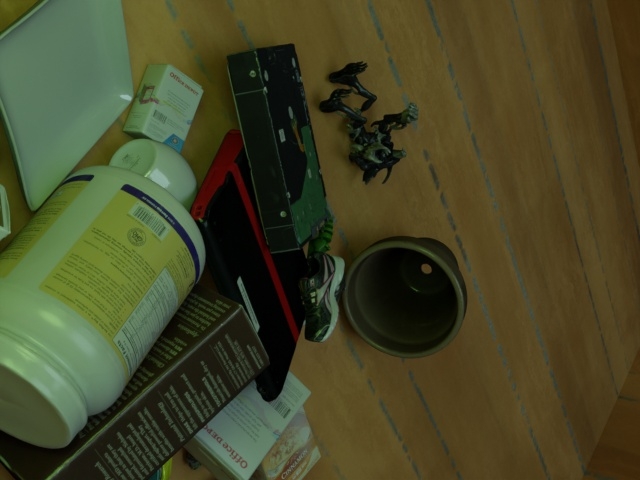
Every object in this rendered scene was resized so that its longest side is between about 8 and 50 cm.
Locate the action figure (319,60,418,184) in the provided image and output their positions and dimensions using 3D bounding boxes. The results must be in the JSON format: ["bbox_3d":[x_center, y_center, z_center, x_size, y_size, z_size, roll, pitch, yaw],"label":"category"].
[{"bbox_3d":[0.113,-0.222,1.805,0.275,0.141,0.164,50,57,-40],"label":"action figure"}]

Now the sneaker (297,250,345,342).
[{"bbox_3d":[-0.013,0.101,1.632,0.077,0.072,0.178,27,58,-35],"label":"sneaker"}]

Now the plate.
[{"bbox_3d":[-0.355,-0.225,1.206,0.278,0.045,0.277,94,20,-49],"label":"plate"}]

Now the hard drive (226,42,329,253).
[{"bbox_3d":[-0.068,-0.168,1.548,0.237,0.064,0.339,-47,126,-69],"label":"hard drive"}]

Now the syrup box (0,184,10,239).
[{"bbox_3d":[-0.501,-0.055,1.057,0.093,0.096,0.237,-41,137,18],"label":"syrup box"}]

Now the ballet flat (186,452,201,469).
[{"bbox_3d":[-0.203,0.364,1.602,0.114,0.041,0.041,-43,128,-40],"label":"ballet flat"}]

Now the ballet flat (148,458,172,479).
[{"bbox_3d":[-0.274,0.307,1.477,0.077,0.077,0.231,16,76,-74],"label":"ballet flat"}]

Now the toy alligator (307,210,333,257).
[{"bbox_3d":[0.000,0.000,1.718,0.056,0.051,0.189,60,24,-54],"label":"toy alligator"}]

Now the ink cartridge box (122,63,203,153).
[{"bbox_3d":[-0.251,-0.210,1.419,0.088,0.052,0.122,33,72,-49],"label":"ink cartridge box"}]

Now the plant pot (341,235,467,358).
[{"bbox_3d":[0.207,0.093,1.920,0.229,0.263,0.263,-38,127,-62],"label":"plant pot"}]

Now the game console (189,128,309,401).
[{"bbox_3d":[-0.113,0.030,1.527,0.342,0.060,0.386,-71,147,-54],"label":"game console"}]

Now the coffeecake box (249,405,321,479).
[{"bbox_3d":[-0.087,0.394,1.726,0.142,0.068,0.185,-42,127,-37],"label":"coffeecake box"}]

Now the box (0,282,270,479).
[{"bbox_3d":[-0.280,0.231,1.302,0.381,0.191,0.143,-40,128,-25],"label":"box"}]

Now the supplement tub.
[{"bbox_3d":[-0.329,0.084,1.193,0.331,0.241,0.241,-59,137,-38],"label":"supplement tub"}]

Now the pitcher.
[{"bbox_3d":[-0.262,-0.048,1.394,0.177,0.125,0.207,-54,147,-14],"label":"pitcher"}]

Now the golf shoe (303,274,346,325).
[{"bbox_3d":[-0.003,0.125,1.774,0.198,0.077,0.094,-50,132,-32],"label":"golf shoe"}]

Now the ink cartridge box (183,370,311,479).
[{"bbox_3d":[-0.144,0.305,1.573,0.154,0.093,0.212,45,55,-9],"label":"ink cartridge box"}]
